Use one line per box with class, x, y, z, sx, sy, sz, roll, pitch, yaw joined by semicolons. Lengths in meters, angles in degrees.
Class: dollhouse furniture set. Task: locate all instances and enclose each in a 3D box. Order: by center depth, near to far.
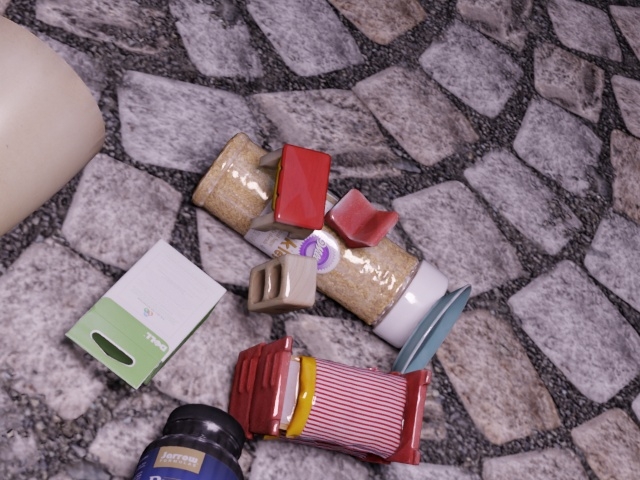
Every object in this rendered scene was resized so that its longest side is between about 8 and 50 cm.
dollhouse furniture set;0.021;0.077;1.625;0.201;0.152;0.374;13;76;-23

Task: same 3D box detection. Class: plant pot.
plant pot;-0.431;-0.086;1.532;0.256;0.256;0.274;34;60;-4

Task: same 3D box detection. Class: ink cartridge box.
ink cartridge box;-0.218;0.101;1.615;0.109;0.062;0.209;39;44;1

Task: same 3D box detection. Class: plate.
plate;0.137;0.130;1.734;0.024;0.188;0.188;35;43;13

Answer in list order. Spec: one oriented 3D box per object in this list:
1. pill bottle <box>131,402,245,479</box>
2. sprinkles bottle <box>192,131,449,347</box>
pill bottle;-0.154;0.292;1.455;0.123;0.123;0.219;27;45;-11
sprinkles bottle;0.000;0.000;1.798;0.355;0.121;0.121;35;44;-2
